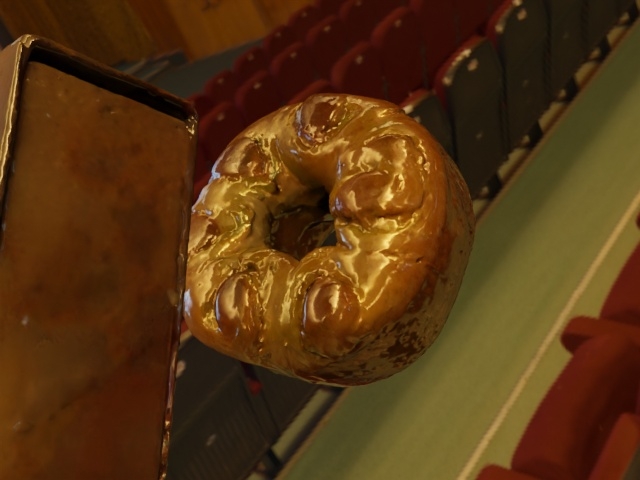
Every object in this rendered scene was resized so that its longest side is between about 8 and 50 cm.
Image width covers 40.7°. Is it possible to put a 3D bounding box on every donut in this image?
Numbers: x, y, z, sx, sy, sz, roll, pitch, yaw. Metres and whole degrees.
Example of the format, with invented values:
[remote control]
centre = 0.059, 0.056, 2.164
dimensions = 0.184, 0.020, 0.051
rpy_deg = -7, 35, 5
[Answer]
[donut]
centre = 0.002, -0.002, 0.621
dimensions = 0.227, 0.114, 0.226
rpy_deg = -20, 54, 29

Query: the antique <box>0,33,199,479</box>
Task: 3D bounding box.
[antique]
centre = -0.123, 0.077, 0.358
dimensions = 0.087, 0.093, 0.309
rpy_deg = -17, 63, 42
